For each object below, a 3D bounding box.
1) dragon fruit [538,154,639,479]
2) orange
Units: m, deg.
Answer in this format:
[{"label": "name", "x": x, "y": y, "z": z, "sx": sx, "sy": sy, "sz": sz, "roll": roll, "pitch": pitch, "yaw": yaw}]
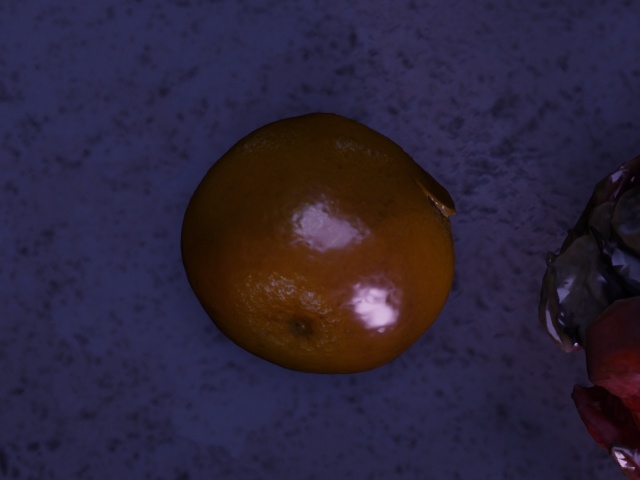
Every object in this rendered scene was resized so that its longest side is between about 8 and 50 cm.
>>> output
[{"label": "dragon fruit", "x": 0.281, "y": 0.059, "z": 0.786, "sx": 0.277, "sy": 0.277, "sz": 0.342, "roll": -51, "pitch": 125, "yaw": -3}, {"label": "orange", "x": 0.000, "y": 0.000, "z": 0.856, "sx": 0.155, "sy": 0.154, "sz": 0.134, "roll": 12, "pitch": 45, "yaw": 0}]
